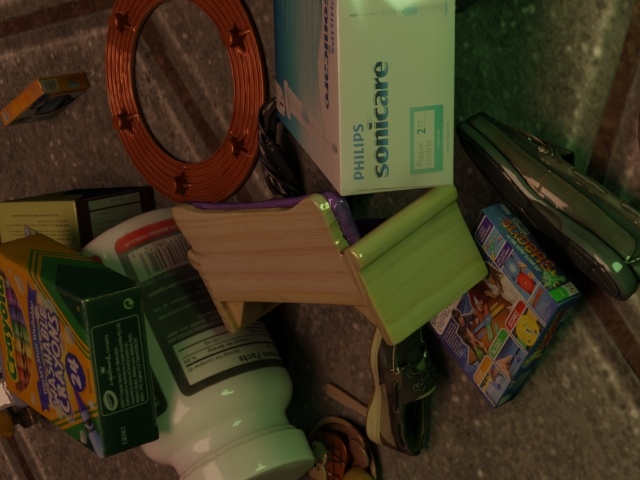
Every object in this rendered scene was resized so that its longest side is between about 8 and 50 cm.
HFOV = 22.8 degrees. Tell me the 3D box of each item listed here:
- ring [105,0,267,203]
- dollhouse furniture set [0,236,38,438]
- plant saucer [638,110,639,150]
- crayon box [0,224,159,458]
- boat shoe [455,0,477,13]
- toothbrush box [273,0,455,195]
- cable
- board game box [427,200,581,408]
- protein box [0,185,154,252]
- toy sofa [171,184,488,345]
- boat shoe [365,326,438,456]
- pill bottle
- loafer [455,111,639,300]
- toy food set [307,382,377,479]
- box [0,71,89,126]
[{"bbox_3d":[-0.190,-0.208,2.089,0.337,0.032,0.336,14,109,45],"label":"ring"},{"bbox_3d":[-0.486,0.134,2.377,0.286,0.198,0.303,-29,79,47],"label":"dollhouse furniture set"},{"bbox_3d":[0.374,-0.097,1.500,0.199,0.036,0.198,16,112,44],"label":"plant saucer"},{"bbox_3d":[-0.322,0.118,1.966,0.323,0.083,0.203,22,122,53],"label":"crayon box"},{"bbox_3d":[0.203,-0.296,1.618,0.233,0.084,0.079,-17,118,43],"label":"boat shoe"},{"bbox_3d":[0.039,-0.196,1.667,0.295,0.126,0.216,-124,31,-67],"label":"toothbrush box"},{"bbox_3d":[-0.015,-0.096,1.923,0.184,0.047,0.150,52,138,19],"label":"cable"},{"bbox_3d":[0.192,0.072,1.712,0.136,0.035,0.201,53,145,24],"label":"board game box"},{"bbox_3d":[-0.334,0.034,2.230,0.200,0.136,0.201,0,100,47],"label":"protein box"},{"bbox_3d":[0.000,0.000,1.761,0.362,0.150,0.177,-3,117,58],"label":"toy sofa"},{"bbox_3d":[0.101,0.157,1.829,0.073,0.080,0.223,25,131,26],"label":"boat shoe"},{"bbox_3d":[-0.162,0.156,2.014,0.210,0.210,0.363,-44,66,44],"label":"pill bottle"},{"bbox_3d":[0.250,-0.049,1.630,0.267,0.084,0.096,48,173,30],"label":"loafer"},{"bbox_3d":[0.023,0.283,1.979,0.132,0.038,0.192,27,119,41],"label":"toy food set"},{"bbox_3d":[-0.401,-0.200,2.283,0.136,0.081,0.028,-32,77,47],"label":"box"}]
